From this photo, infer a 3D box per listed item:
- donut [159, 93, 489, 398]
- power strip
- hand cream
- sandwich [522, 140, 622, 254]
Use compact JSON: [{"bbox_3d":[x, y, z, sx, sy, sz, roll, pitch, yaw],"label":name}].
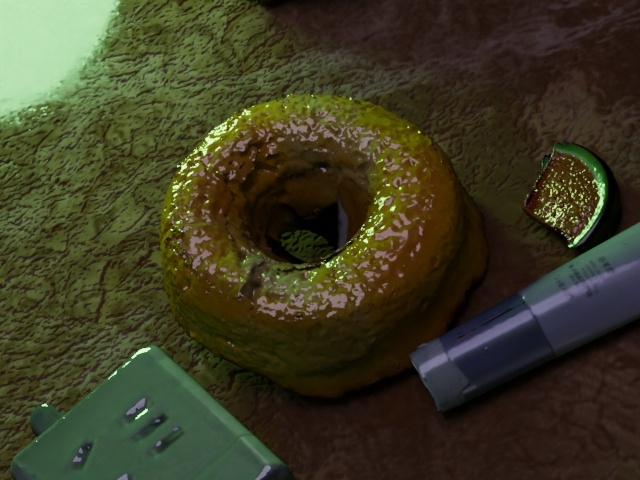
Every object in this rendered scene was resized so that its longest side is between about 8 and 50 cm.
[{"bbox_3d":[-0.002,-0.002,1.485,0.253,0.118,0.253,-3,57,4],"label":"donut"},{"bbox_3d":[-0.115,0.173,1.364,0.140,0.139,0.224,-41,49,-11],"label":"power strip"},{"bbox_3d":[0.185,0.042,1.406,0.255,0.048,0.079,-27,52,-2],"label":"hand cream"},{"bbox_3d":[0.190,-0.033,1.478,0.069,0.026,0.101,-40,45,-5],"label":"sandwich"}]
